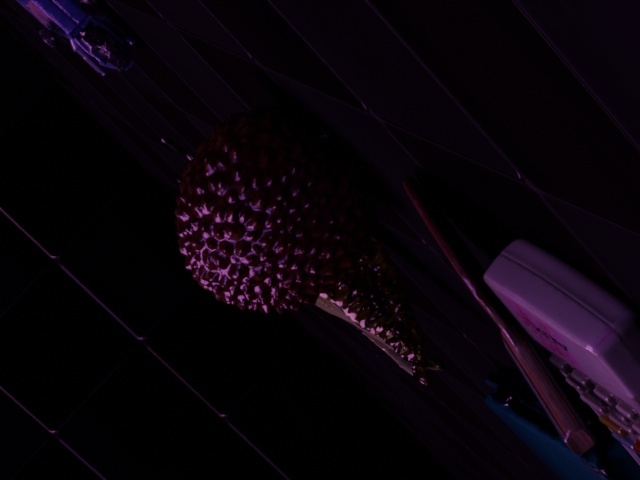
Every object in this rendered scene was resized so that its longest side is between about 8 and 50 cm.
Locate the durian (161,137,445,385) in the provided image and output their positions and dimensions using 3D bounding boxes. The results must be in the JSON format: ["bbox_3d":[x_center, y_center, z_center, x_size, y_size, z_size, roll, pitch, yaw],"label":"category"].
[{"bbox_3d":[-0.005,0.004,2.006,0.375,0.106,0.132,41,172,17],"label":"durian"}]

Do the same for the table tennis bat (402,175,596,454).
[{"bbox_3d":[0.135,0.055,1.516,0.154,0.021,0.274,47,-170,-50],"label":"table tennis bat"}]

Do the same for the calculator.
[{"bbox_3d":[0.288,0.230,1.897,0.248,0.058,0.274,44,174,-19],"label":"calculator"}]

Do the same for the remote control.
[{"bbox_3d":[0.245,0.128,1.478,0.344,0.050,0.145,47,173,-38],"label":"remote control"}]

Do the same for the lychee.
[{"bbox_3d":[-0.044,-0.021,1.775,0.188,0.188,0.188,43,174,5],"label":"lychee"}]

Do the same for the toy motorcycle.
[{"bbox_3d":[-0.291,-0.263,2.237,0.205,0.076,0.114,42,-176,-6],"label":"toy motorcycle"}]
